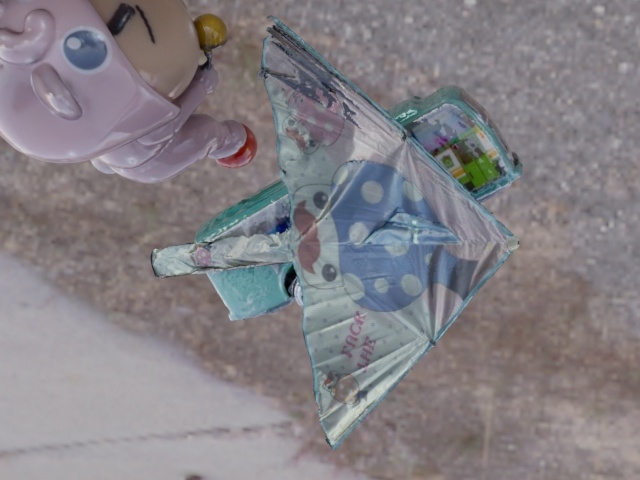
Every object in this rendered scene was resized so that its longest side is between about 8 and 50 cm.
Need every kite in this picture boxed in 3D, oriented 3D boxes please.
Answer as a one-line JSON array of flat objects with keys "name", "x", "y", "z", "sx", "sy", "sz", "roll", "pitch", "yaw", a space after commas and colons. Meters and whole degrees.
[{"name": "kite", "x": 0.000, "y": 0.000, "z": 0.983, "sx": 0.314, "sy": 0.335, "sz": 0.011, "roll": -2, "pitch": -167, "yaw": 30}]

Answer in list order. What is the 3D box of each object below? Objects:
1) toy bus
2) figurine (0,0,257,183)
[{"name": "toy bus", "x": 0.029, "y": -0.027, "z": 1.059, "sx": 0.262, "sy": 0.091, "sz": 0.109, "roll": -29, "pitch": 103, "yaw": 11}, {"name": "figurine", "x": -0.167, "y": -0.133, "z": 1.087, "sx": 0.176, "sy": 0.186, "sz": 0.287, "roll": 43, "pitch": 179, "yaw": 30}]
